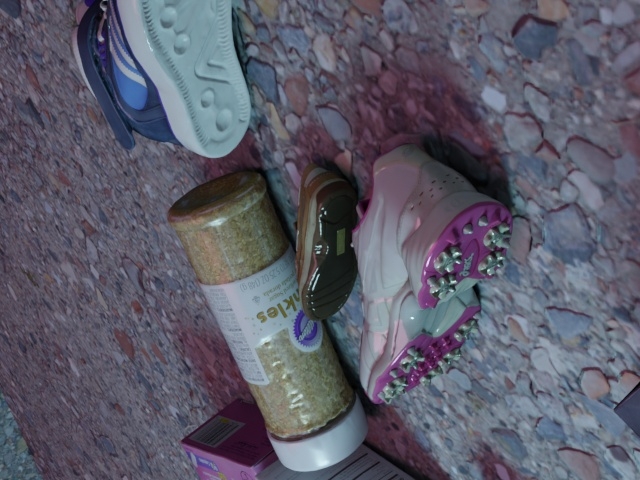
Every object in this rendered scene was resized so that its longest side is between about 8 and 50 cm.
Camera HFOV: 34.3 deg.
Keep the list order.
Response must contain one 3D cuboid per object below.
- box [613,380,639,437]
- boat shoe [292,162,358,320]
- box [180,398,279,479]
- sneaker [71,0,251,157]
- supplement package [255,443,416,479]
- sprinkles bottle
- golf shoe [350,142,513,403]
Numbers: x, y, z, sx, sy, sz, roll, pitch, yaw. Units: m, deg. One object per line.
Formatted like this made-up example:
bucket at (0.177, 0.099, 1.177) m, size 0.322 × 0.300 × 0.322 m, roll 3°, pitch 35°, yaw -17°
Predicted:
box at (0.322, 0.077, 0.620) m, size 0.163 × 0.142 × 0.247 m, roll 47°, pitch 150°, yaw 15°
boat shoe at (0.000, 0.000, 1.111) m, size 0.072 × 0.068 × 0.190 m, roll 48°, pitch 142°, yaw 39°
box at (-0.063, 0.375, 1.519) m, size 0.213 × 0.117 × 0.243 m, roll 1°, pitch 121°, yaw 56°
sneaker at (-0.203, -0.243, 1.082) m, size 0.236 × 0.130 × 0.323 m, roll 27°, pitch 146°, yaw 34°
supplement package at (0.051, 0.361, 1.301) m, size 0.244 × 0.134 × 0.139 m, roll 25°, pitch 138°, yaw 49°
sprinkles bottle at (-0.058, 0.099, 1.225) m, size 0.121 × 0.121 × 0.355 m, roll 7°, pitch 125°, yaw 54°
golf shoe at (0.084, 0.036, 0.986) m, size 0.140 × 0.115 × 0.306 m, roll 52°, pitch 146°, yaw 29°
